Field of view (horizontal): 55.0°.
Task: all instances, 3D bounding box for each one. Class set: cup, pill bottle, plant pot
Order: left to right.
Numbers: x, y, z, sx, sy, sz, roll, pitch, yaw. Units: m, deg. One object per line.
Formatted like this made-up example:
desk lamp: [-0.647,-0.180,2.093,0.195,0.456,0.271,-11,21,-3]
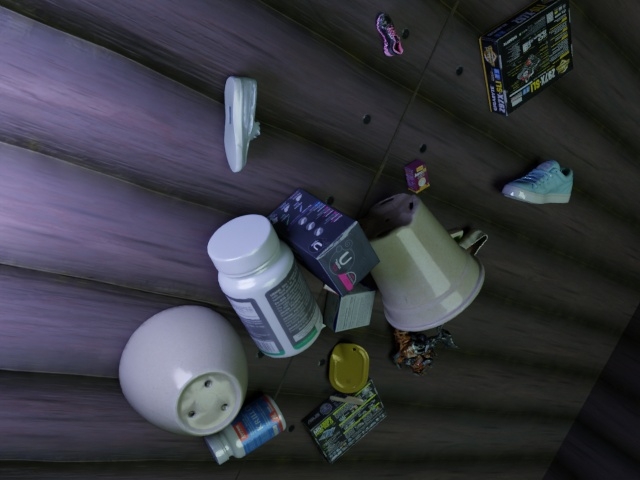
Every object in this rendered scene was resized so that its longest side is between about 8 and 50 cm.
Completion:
cup: [-0.314,0.354,1.538,0.331,0.237,0.331,-7,105,-26]
pill bottle: [-0.224,0.563,1.820,0.221,0.124,0.124,-28,126,-23]
pill bottle: [-0.141,0.122,1.609,0.204,0.204,0.361,-36,129,-16]
plant pot: [0.263,0.042,1.805,0.334,0.334,0.305,-41,116,-12]

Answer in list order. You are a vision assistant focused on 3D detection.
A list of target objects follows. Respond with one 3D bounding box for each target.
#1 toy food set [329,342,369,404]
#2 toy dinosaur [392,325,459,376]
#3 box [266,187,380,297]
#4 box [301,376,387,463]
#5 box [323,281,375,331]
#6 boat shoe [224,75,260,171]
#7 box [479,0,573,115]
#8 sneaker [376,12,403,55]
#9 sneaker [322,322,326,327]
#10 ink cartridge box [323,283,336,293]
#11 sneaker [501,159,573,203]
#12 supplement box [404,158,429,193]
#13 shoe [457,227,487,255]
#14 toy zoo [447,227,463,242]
toy food set: [0.091,0.424,2.021,0.128,0.071,0.218,4,106,-2]
toy dinosaur: [0.337,0.355,2.115,0.218,0.164,0.322,-30,150,2]
box: [0.000,0.000,1.605,0.143,0.270,0.165,-43,130,-11]
box: [0.088,0.609,2.111,0.270,0.060,0.216,-37,128,-16]
box: [0.089,0.203,1.902,0.137,0.072,0.126,-6,116,-34]
boat shoe: [-0.180,-0.276,1.466,0.081,0.079,0.227,-8,113,-28]
box: [0.648,-0.581,1.914,0.322,0.079,0.257,-36,130,-17]
sneaker: [0.188,-0.539,1.616,0.047,0.057,0.119,-36,127,-13]
sneaker: [-0.030,0.250,1.862,0.044,0.040,0.109,-50,128,5]
ink cartridge box: [0.057,0.076,1.777,0.067,0.198,0.115,24,99,-4]
sneaker: [0.763,-0.212,2.158,0.366,0.135,0.150,-5,108,-43]
supplement box: [0.294,-0.195,1.871,0.055,0.043,0.083,-31,126,-18]
shoe: [0.476,0.045,2.069,0.219,0.058,0.076,-45,130,-10]
toy zoo: [0.397,0.115,2.108,0.192,0.030,0.293,-15,120,-30]
